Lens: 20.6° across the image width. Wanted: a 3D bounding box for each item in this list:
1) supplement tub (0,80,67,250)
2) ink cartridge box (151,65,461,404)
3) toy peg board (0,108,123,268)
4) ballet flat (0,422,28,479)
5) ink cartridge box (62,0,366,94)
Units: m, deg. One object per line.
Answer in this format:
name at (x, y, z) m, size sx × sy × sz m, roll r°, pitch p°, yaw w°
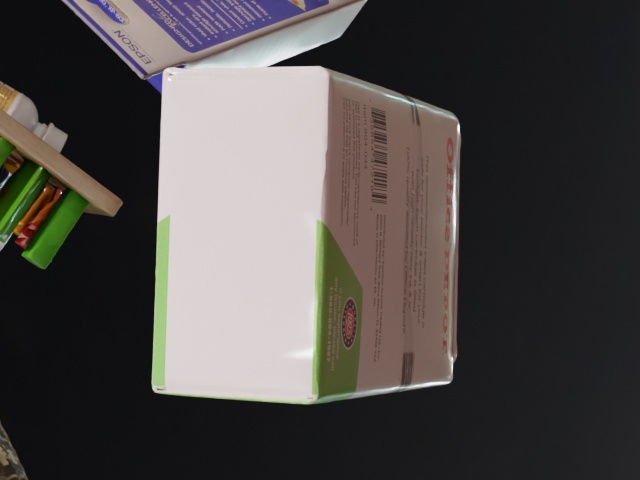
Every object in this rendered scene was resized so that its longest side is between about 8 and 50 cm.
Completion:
supplement tub at (-0.338, -0.091, 1.542) m, size 0.199 × 0.144 × 0.144 m, roll 31°, pitch -119°, yaw -11°
ink cartridge box at (0.000, 0.000, 1.154) m, size 0.273 × 0.114 × 0.198 m, roll 6°, pitch -95°, yaw -69°
toy peg board at (-0.264, -0.049, 1.397) m, size 0.161 × 0.160 × 0.079 m, roll 39°, pitch -103°, yaw -23°
ballet flat at (-0.095, 0.198, 0.560) m, size 0.182 × 0.164 × 0.483 m, roll 45°, pitch -166°, yaw -55°
ink cartridge box at (-0.115, -0.213, 1.477) m, size 0.069 × 0.176 × 0.371 m, roll -52°, pitch -12°, yaw 30°
